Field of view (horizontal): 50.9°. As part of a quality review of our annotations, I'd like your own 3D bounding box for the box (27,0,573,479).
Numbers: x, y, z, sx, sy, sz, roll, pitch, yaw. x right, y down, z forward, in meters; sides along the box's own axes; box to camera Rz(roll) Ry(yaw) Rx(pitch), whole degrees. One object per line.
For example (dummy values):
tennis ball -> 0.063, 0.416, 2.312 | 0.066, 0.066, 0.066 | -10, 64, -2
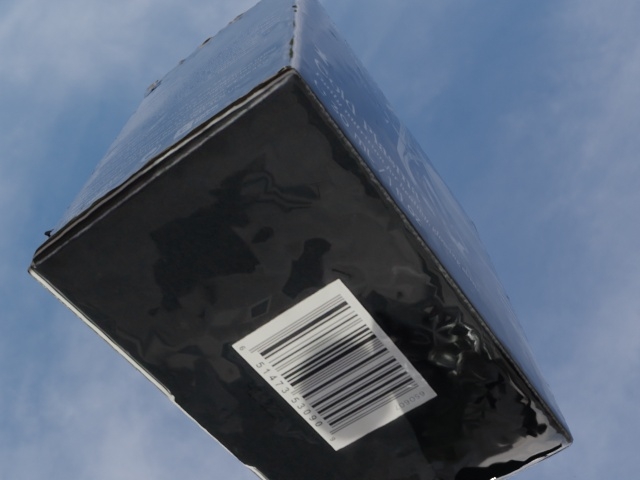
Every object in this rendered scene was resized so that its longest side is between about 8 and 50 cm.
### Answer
box -> 0.000, 0.000, 0.806 | 0.298, 0.480, 0.471 | -33, -155, 15
